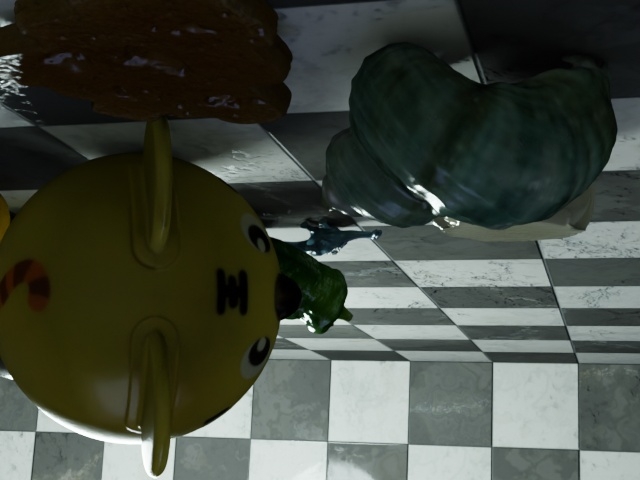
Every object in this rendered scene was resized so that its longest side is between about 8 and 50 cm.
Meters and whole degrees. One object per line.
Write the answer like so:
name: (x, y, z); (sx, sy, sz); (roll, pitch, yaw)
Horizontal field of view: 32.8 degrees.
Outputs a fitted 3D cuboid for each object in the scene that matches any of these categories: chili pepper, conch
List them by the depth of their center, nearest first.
conch: (0.118, -0.090, 0.937); (0.277, 0.195, 0.220); (-27, -171, 15)
chili pepper: (-0.060, 0.051, 1.582); (0.270, 0.099, 0.136); (34, 137, -19)

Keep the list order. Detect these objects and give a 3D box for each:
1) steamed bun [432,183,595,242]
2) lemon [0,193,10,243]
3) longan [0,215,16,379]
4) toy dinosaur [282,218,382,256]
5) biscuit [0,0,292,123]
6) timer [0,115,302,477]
steamed bun: (0.200, -0.059, 1.171); (0.183, 0.106, 0.183); (3, 171, 0)
lemon: (-0.472, -0.032, 1.405); (0.114, 0.114, 0.155); (-8, 159, 40)
longan: (-0.427, 0.086, 1.620); (0.258, 0.258, 0.258); (2, 168, 1)
toy dinosaur: (0.000, 0.000, 1.607); (0.197, 0.045, 0.080); (-10, 158, 32)
biscuit: (-0.129, -0.164, 0.895); (0.278, 0.043, 0.301); (10, 164, -22)
timer: (-0.195, 0.065, 1.232); (0.376, 0.376, 0.387); (6, 172, -17)
